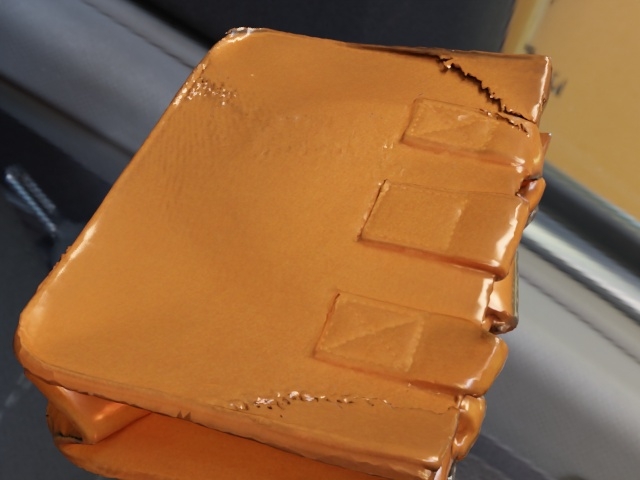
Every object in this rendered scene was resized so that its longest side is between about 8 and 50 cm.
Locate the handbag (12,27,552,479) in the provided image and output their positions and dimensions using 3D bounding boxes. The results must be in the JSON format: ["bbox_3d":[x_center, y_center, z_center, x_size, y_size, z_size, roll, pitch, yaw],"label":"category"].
[{"bbox_3d":[0.000,0.000,0.716,0.116,0.304,0.410,86,21,-43],"label":"handbag"}]
